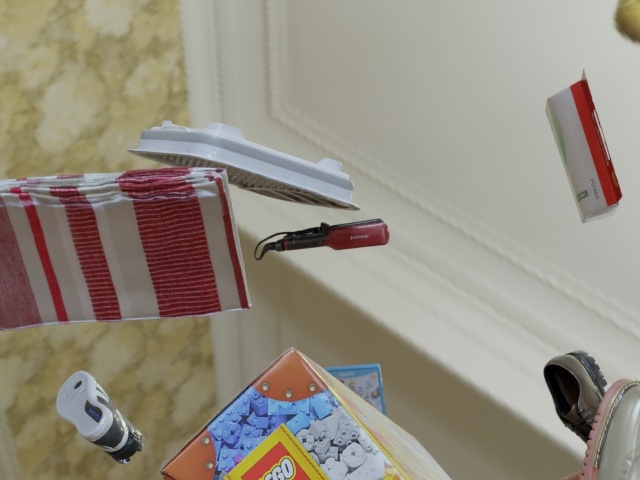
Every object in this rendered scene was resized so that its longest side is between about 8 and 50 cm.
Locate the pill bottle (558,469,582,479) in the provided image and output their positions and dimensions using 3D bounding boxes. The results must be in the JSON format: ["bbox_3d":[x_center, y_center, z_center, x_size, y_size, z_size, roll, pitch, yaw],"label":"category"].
[{"bbox_3d":[0.443,0.374,1.880,0.216,0.121,0.121,-31,-82,26],"label":"pill bottle"}]

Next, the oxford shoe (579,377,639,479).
[{"bbox_3d":[0.373,0.346,1.383,0.146,0.140,0.397,-9,-100,47],"label":"oxford shoe"}]

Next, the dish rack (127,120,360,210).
[{"bbox_3d":[-0.119,-0.128,2.105,0.285,0.332,0.072,11,-94,56],"label":"dish rack"}]

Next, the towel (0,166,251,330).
[{"bbox_3d":[-0.262,0.017,1.568,0.329,0.037,0.237,-4,-47,4],"label":"towel"}]

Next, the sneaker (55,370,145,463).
[{"bbox_3d":[-0.353,0.299,2.096,0.121,0.079,0.217,48,-5,-28],"label":"sneaker"}]

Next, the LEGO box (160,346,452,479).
[{"bbox_3d":[0.090,0.365,1.415,0.372,0.193,0.500,48,1,26],"label":"LEGO box"}]

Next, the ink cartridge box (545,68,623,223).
[{"bbox_3d":[0.360,-0.124,1.773,0.224,0.056,0.181,23,51,-78],"label":"ink cartridge box"}]

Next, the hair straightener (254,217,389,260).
[{"bbox_3d":[0.000,0.000,2.186,0.089,0.230,0.047,-104,-178,-78],"label":"hair straightener"}]

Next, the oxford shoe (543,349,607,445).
[{"bbox_3d":[0.382,0.262,1.811,0.083,0.096,0.227,-53,-122,34],"label":"oxford shoe"}]

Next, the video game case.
[{"bbox_3d":[0.058,0.306,2.346,0.119,0.015,0.166,-5,-72,9],"label":"video game case"}]
